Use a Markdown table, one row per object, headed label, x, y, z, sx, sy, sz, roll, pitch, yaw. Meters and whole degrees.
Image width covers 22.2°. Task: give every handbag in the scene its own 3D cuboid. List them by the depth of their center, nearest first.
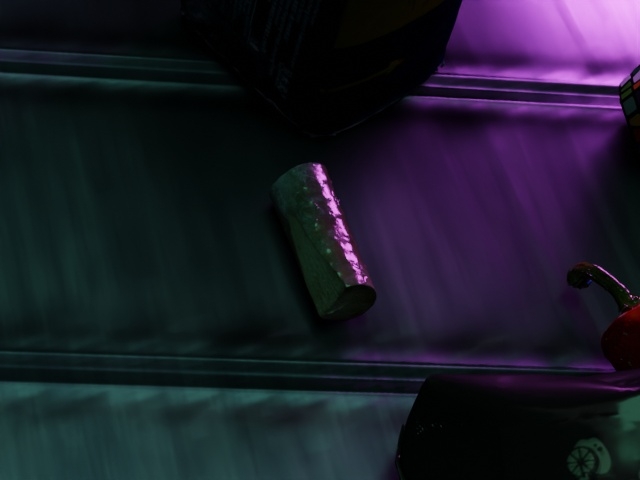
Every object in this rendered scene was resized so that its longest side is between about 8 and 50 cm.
| label | x | y | z | sx | sy | sz | roll | pitch | yaw |
| --- | --- | --- | --- | --- | --- | --- | --- | --- | --- |
| handbag | 0.242 | 0.254 | 1.482 | 0.342 | 0.152 | 0.288 | -7 | 70 | 9 |

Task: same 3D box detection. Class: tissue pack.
| label | x | y | z | sx | sy | sz | roll | pitch | yaw |
| --- | --- | --- | --- | --- | --- | --- | --- | --- | --- |
| tissue pack | 0.025 | -0.352 | 1.708 | 0.253 | 0.417 | 0.264 | -34 | 68 | -28 |

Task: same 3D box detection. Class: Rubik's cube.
| label | x | y | z | sx | sy | sz | roll | pitch | yaw |
| --- | --- | --- | --- | --- | --- | --- | --- | --- | --- |
| Rubik's cube | 0.396 | -0.150 | 1.823 | 0.133 | 0.112 | 0.133 | 5 | 54 | -6 |

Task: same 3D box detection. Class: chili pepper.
| label | x | y | z | sx | sy | sz | roll | pitch | yaw |
| --- | --- | --- | --- | --- | --- | --- | --- | --- | --- |
| chili pepper | 0.383 | 0.155 | 1.618 | 0.110 | 0.110 | 0.387 | -30 | 70 | -26 |

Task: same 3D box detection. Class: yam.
| label | x | y | z | sx | sy | sz | roll | pitch | yaw |
| --- | --- | --- | --- | --- | --- | --- | --- | --- | --- |
| yam | 0.000 | 0.000 | 1.682 | 0.068 | 0.068 | 0.169 | -11 | 58 | -17 |
